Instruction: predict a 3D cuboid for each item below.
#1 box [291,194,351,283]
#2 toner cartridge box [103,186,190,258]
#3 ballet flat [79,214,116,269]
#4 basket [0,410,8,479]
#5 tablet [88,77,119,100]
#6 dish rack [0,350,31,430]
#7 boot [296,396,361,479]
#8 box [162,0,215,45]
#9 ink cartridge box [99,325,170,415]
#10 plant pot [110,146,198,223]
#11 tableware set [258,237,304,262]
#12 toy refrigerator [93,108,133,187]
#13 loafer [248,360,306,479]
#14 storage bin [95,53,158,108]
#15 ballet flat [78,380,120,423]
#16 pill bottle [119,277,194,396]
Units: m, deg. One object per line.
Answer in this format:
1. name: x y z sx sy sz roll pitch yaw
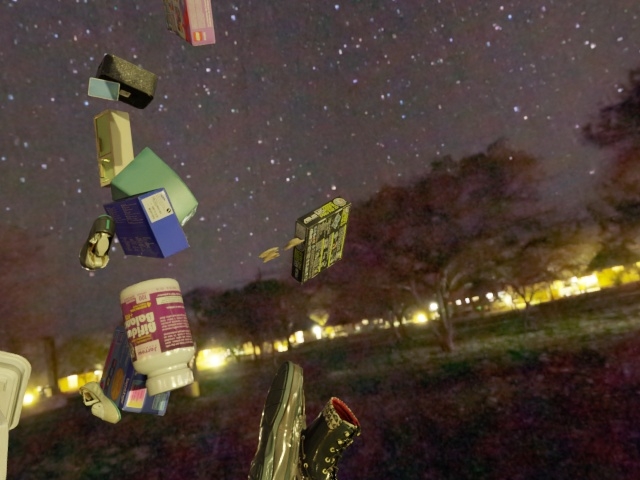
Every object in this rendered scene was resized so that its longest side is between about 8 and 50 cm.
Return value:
1. box: 0.000 0.000 1.788 0.216 0.060 0.270 -33 -35 -35
2. toner cartridge box: -0.478 -0.043 1.373 0.075 0.165 0.348 -27 16 -33
3. ballet flat: -0.578 0.025 1.321 0.074 0.074 0.203 -2 -43 -42
4. basket: -0.756 0.460 1.111 0.113 0.167 0.103 19 14 41
5. tablet: -0.649 -0.453 1.529 0.083 0.054 0.006 6 0 -21
6. dish rack: -1.035 0.456 1.500 0.286 0.072 0.332 17 -63 -18
7. boot: 0.028 0.486 1.121 0.085 0.236 0.178 24 -70 -43
8. box: -0.304 -0.595 1.105 0.057 0.293 0.201 -18 38 -24
9. ink cartridge box: -0.616 0.440 1.758 0.151 0.269 0.396 21 -19 -35
10. plant pot: -0.525 -0.141 1.650 0.165 0.234 0.166 -53 6 -25
11. tableware set: -0.119 0.029 1.539 0.141 0.020 0.168 -25 -5 -6
12. toy refrigerator: -0.764 -0.336 1.883 0.102 0.269 0.094 -11 -5 34
13. loafer: -0.068 0.367 0.962 0.084 0.267 0.096 23 -27 -19
14. storage bin: -0.661 -0.535 1.731 0.180 0.084 0.122 20 -24 -34
15. ballet flat: -0.579 0.427 1.326 0.052 0.057 0.168 -8 25 -45
16. pill bottle: -0.452 0.271 1.430 0.169 0.301 0.169 -17 -13 -4
